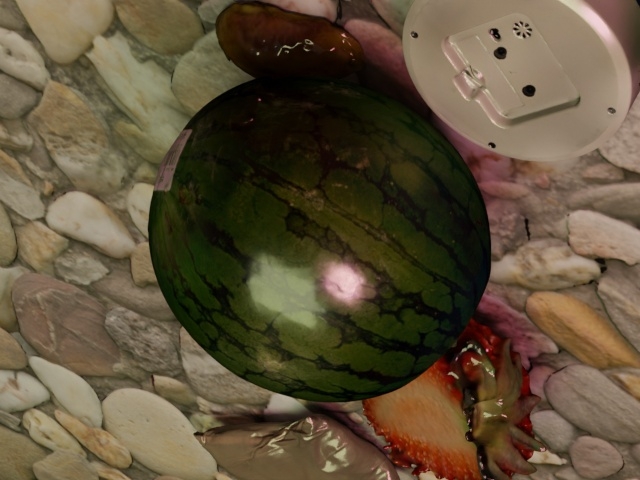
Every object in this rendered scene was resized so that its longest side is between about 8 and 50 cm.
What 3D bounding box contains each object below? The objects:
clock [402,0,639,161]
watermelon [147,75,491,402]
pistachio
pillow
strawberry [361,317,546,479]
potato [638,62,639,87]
[{"bbox_3d":[0.193,-0.182,1.462,0.230,0.083,0.230,21,141,18],"label":"clock"},{"bbox_3d":[0.000,0.000,1.590,0.363,0.363,0.363,19,140,17],"label":"watermelon"},{"bbox_3d":[-0.039,-0.196,1.628,0.173,0.049,0.089,16,140,20],"label":"pistachio"},{"bbox_3d":[-0.036,0.302,2.151,0.270,0.067,0.173,-16,127,44],"label":"pillow"},{"bbox_3d":[0.153,0.176,1.864,0.306,0.137,0.233,9,122,64],"label":"strawberry"},{"bbox_3d":[0.413,-0.130,1.333,0.299,0.116,0.239,36,161,-28],"label":"potato"}]
